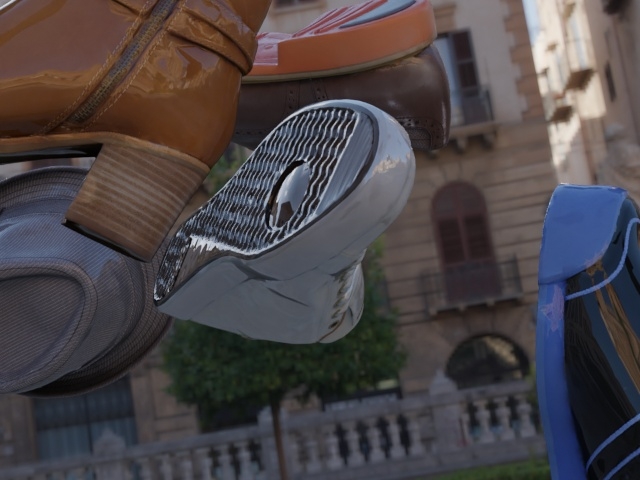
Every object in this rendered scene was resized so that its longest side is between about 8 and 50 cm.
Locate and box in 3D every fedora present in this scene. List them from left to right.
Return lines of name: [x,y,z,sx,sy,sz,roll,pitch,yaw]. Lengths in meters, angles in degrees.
fedora: [-0.288,0.061,1.111,0.275,0.244,0.124,-21,13,13]

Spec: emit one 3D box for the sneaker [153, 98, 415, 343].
sneaker: [0.000,0.000,0.696,0.123,0.106,0.290,24,-24,-20]

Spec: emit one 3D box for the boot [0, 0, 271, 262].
boot: [-0.125,-0.097,0.500,0.197,0.152,0.073,30,-13,-24]

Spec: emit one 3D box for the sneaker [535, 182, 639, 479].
sneaker: [0.132,0.089,0.404,0.090,0.232,0.081,-6,-11,21]

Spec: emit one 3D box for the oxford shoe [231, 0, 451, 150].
oxford shoe: [-0.054,-0.112,0.957,0.363,0.133,0.130,-2,25,39]
